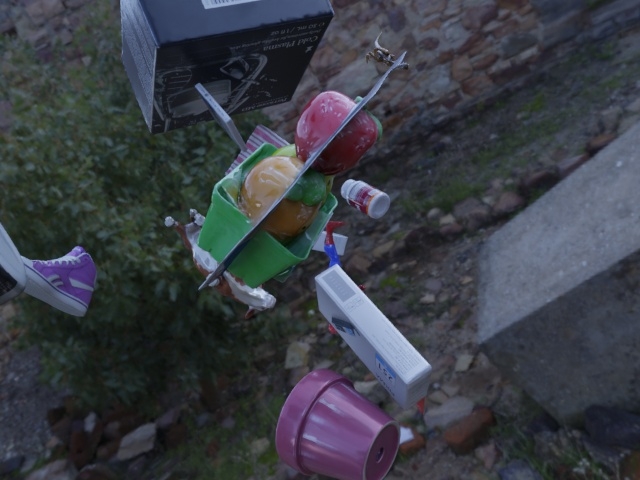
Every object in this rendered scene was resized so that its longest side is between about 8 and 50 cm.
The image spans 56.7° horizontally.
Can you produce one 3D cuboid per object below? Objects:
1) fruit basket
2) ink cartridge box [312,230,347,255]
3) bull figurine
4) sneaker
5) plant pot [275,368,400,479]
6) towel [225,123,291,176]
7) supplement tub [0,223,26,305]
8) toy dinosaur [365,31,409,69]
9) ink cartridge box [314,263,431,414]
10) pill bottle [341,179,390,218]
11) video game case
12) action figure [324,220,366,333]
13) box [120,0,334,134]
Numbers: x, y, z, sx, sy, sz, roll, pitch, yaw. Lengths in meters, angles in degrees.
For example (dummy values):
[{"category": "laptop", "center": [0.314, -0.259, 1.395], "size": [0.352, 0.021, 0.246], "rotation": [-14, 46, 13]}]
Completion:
[{"category": "fruit basket", "center": [-0.006, -0.099, 0.838], "size": [0.353, 0.165, 0.327], "rotation": [-40, 10, 26]}, {"category": "ink cartridge box", "center": [0.000, 0.000, 1.906], "size": [0.150, 0.063, 0.109], "rotation": [13, 4, -12]}, {"category": "bull figurine", "center": [-0.232, 0.050, 1.370], "size": [0.101, 0.310, 0.188], "rotation": [-42, -20, -6]}, {"category": "sneaker", "center": [-0.675, 0.067, 1.496], "size": [0.102, 0.282, 0.161], "rotation": [5, 64, 20]}, {"category": "plant pot", "center": [0.045, 0.369, 1.135], "size": [0.180, 0.201, 0.201], "rotation": [15, 43, 35]}, {"category": "towel", "center": [-0.190, -0.244, 1.810], "size": [0.197, 0.144, 0.029], "rotation": [-56, -24, 6]}, {"category": "supplement tub", "center": [-0.617, 0.066, 0.827], "size": [0.338, 0.207, 0.207], "rotation": [-30, 19, -16]}, {"category": "toy dinosaur", "center": [0.197, -0.592, 1.887], "size": [0.112, 0.211, 0.064], "rotation": [-5, -42, -37]}, {"category": "ink cartridge box", "center": [0.107, 0.227, 1.249], "size": [0.066, 0.261, 0.296], "rotation": [-32, 57, -16]}, {"category": "pill bottle", "center": [0.136, -0.133, 1.843], "size": [0.086, 0.086, 0.152], "rotation": [-36, 44, -21]}, {"category": "video game case", "center": [-0.250, -0.311, 1.512], "size": [0.019, 0.143, 0.157], "rotation": [-38, -21, -5]}, {"category": "action figure", "center": [0.072, 0.096, 1.488], "size": [0.139, 0.280, 0.091], "rotation": [4, 0, 6]}, {"category": "box", "center": [-0.285, -0.573, 1.664], "size": [0.480, 0.297, 0.472], "rotation": [-19, -8, -21]}]
